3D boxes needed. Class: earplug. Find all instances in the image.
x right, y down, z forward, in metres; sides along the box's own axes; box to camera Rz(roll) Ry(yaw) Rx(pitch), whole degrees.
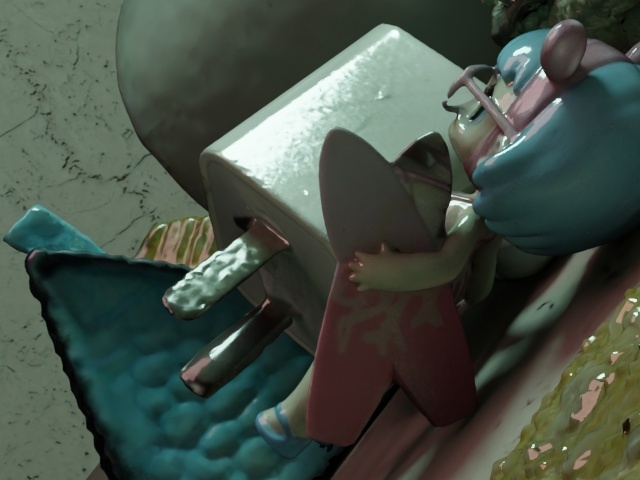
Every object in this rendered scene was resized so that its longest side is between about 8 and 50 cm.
[{"bbox_3d":[0.066,-0.209,1.277,0.394,0.312,0.312,-42,10,46],"label":"earplug"}]

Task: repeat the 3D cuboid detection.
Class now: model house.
[{"bbox_3d":[-0.088,0.052,1.092,0.226,0.241,0.261,-54,5,-11],"label":"model house"}]

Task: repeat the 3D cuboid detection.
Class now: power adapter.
[{"bbox_3d":[0.000,0.000,0.906,0.205,0.125,0.130,-39,-33,-21],"label":"power adapter"}]

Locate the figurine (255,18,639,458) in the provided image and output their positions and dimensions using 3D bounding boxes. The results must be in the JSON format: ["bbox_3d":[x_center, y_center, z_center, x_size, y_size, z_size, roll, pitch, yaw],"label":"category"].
[{"bbox_3d":[0.079,0.012,0.801,0.205,0.103,0.260,9,-54,-53],"label":"figurine"}]

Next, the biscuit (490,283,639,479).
[{"bbox_3d":[0.106,0.051,0.502,0.220,0.033,0.220,-52,5,7],"label":"biscuit"}]

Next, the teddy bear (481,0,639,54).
[{"bbox_3d":[0.145,-0.148,0.999,0.213,0.133,0.111,26,108,55],"label":"teddy bear"}]
